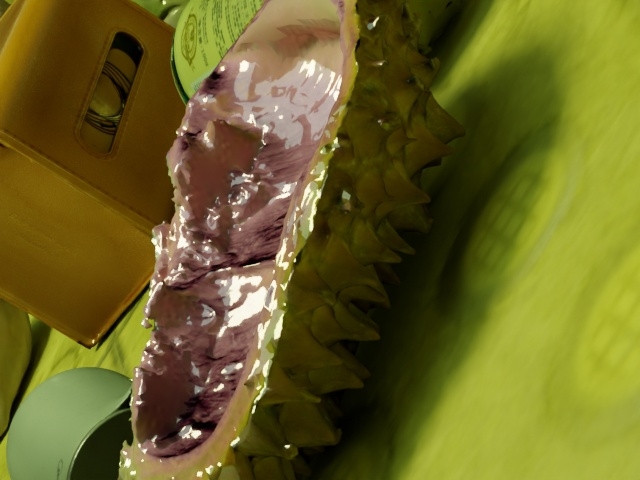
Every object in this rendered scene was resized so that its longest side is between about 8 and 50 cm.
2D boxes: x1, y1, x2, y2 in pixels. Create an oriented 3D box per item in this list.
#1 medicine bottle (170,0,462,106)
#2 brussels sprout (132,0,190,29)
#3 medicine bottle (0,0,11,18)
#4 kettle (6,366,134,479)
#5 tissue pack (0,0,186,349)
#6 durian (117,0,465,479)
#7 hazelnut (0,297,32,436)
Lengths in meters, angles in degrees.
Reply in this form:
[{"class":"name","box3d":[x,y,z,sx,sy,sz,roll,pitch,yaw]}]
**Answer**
[{"class":"medicine bottle","box3d":[-0.003,-0.140,1.085,0.239,0.124,0.124,-20,42,64]},{"class":"brussels sprout","box3d":[-0.144,-0.264,1.652,0.131,0.145,0.183,-41,23,59]},{"class":"medicine bottle","box3d":[-0.247,-0.157,1.645,0.122,0.212,0.122,-52,18,24]},{"class":"kettle","box3d":[-0.123,0.139,0.983,0.127,0.098,0.148,-56,19,-10]},{"class":"tissue pack","box3d":[-0.210,-0.083,1.447,0.145,0.194,0.274,-48,20,33]},{"class":"durian","box3d":[-0.001,0.000,0.862,0.191,0.112,0.341,-29,41,43]},{"class":"hazelnut","box3d":[-0.384,0.130,1.606,0.241,0.261,0.261,19,77,41]}]
